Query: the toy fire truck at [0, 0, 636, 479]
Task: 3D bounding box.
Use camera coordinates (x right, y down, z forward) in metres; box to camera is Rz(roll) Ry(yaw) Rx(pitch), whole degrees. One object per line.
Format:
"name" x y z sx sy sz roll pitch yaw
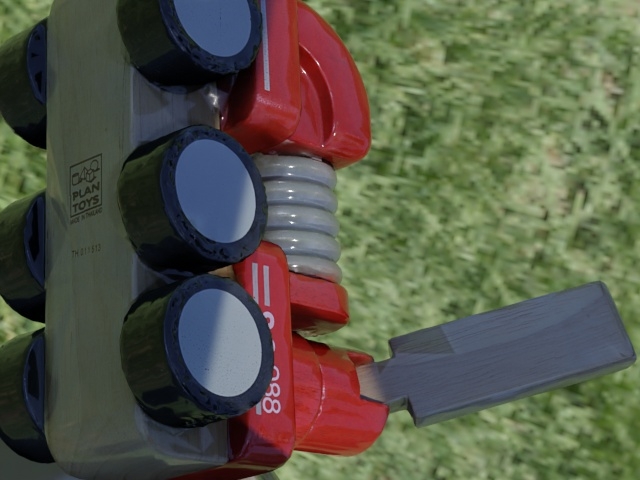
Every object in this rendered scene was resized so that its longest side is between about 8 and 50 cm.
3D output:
"toy fire truck" 0.000 0.000 0.799 0.246 0.158 0.217 16 64 -43

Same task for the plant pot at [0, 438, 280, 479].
"plant pot" -0.146 0.200 0.973 0.280 0.323 0.323 -34 119 -2
